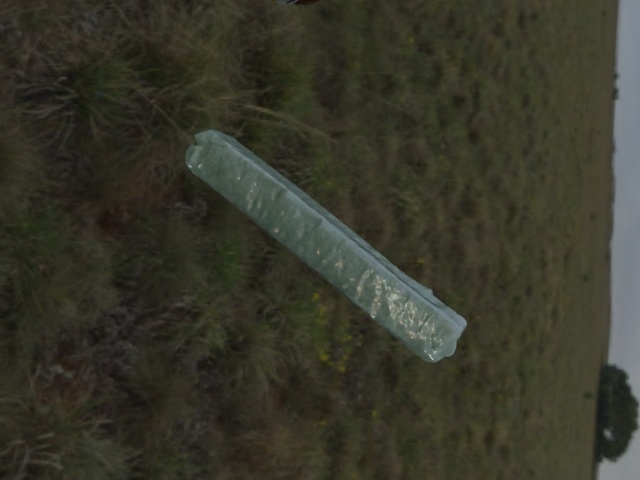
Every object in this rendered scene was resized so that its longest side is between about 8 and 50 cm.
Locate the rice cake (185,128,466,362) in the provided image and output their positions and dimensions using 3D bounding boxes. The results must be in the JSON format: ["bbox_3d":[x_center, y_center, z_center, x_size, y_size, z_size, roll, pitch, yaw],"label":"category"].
[{"bbox_3d":[0.000,0.000,0.378,0.029,0.171,0.033,-54,164,8],"label":"rice cake"}]

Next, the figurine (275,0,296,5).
[{"bbox_3d":[-0.020,-0.242,0.611,0.086,0.082,0.094,-15,109,-80],"label":"figurine"}]

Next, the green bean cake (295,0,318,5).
[{"bbox_3d":[-0.061,-0.336,0.759,0.232,0.097,0.198,32,78,-33],"label":"green bean cake"}]
